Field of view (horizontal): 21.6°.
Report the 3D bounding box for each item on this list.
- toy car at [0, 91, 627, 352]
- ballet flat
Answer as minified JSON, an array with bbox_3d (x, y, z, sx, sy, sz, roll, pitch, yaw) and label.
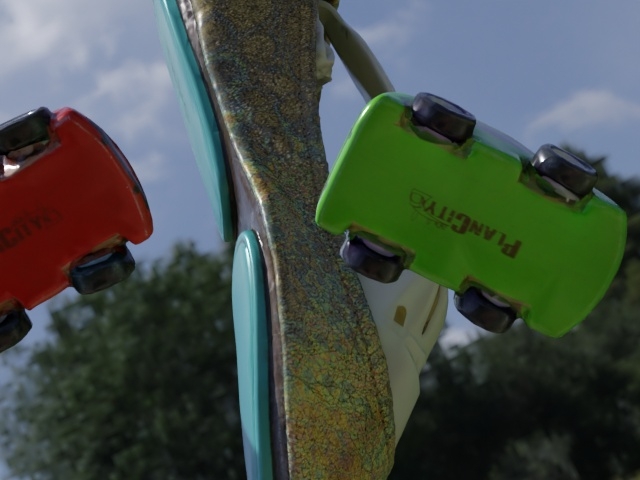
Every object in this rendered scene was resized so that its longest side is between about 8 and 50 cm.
[{"bbox_3d":[-0.009,-0.036,0.546,0.239,0.225,0.053,-63,6,15],"label":"toy car"},{"bbox_3d":[0.000,0.000,0.793,0.123,0.349,0.123,-10,-29,-6],"label":"ballet flat"}]
